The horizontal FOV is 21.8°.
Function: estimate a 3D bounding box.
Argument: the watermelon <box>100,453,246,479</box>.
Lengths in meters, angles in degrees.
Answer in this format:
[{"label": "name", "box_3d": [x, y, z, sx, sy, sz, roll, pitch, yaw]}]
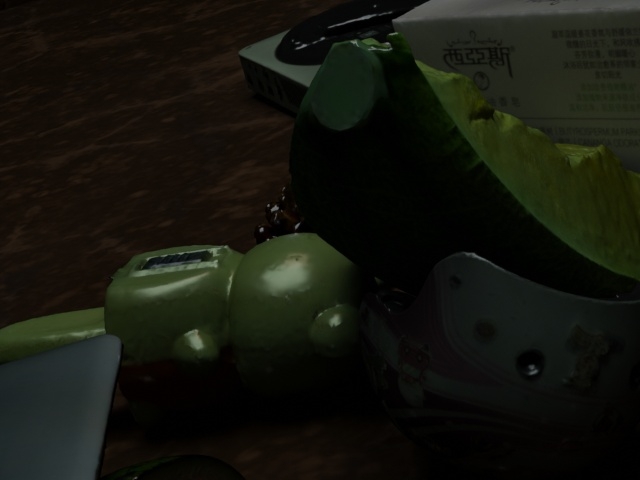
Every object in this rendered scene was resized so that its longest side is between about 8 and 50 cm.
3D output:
[{"label": "watermelon", "box_3d": [-0.092, 0.163, 0.851, 0.125, 0.135, 0.094, -11, 60, 1]}]

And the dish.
[{"label": "dish", "box_3d": [-0.187, 0.143, 0.840, 0.182, 0.080, 0.243, -53, 13, 14]}]

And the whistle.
[{"label": "whistle", "box_3d": [-0.079, 0.059, 1.082, 0.288, 0.106, 0.131, -9, 17, 12]}]

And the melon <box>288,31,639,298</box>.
[{"label": "melon", "box_3d": [0.082, -0.023, 0.960, 0.196, 0.124, 0.323, 7, -6, 33]}]

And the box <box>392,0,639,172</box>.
[{"label": "box", "box_3d": [0.195, -0.081, 1.131, 0.260, 0.194, 0.111, 7, 29, 45]}]

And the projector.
[{"label": "projector", "box_3d": [0.069, -0.210, 1.746, 0.259, 0.079, 0.257, -23, 22, -15]}]

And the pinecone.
[{"label": "pinecone", "box_3d": [0.002, -0.003, 1.221, 0.102, 0.102, 0.109, -26, 12, -29]}]

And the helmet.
[{"label": "helmet", "box_3d": [0.102, 0.078, 0.889, 0.153, 0.107, 0.177, 6, -18, -24]}]
